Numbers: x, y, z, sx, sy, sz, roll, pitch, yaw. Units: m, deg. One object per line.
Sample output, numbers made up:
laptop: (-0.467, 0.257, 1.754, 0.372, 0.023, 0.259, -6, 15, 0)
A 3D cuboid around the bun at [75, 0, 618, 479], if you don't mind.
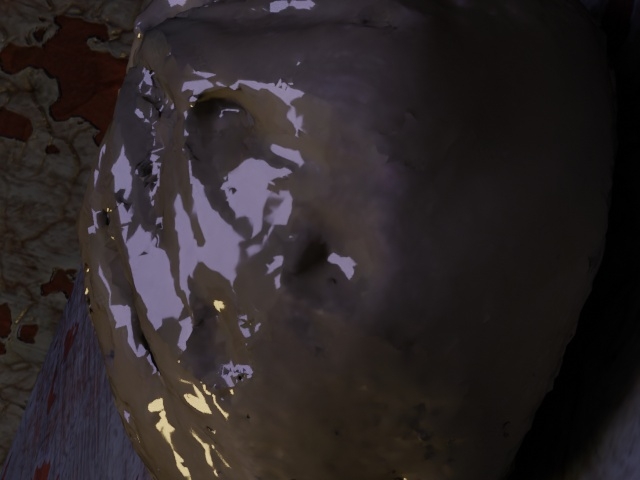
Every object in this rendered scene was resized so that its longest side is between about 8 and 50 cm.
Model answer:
bun: (0.000, 0.000, 0.937, 0.362, 0.235, 0.326, -124, 47, -80)
